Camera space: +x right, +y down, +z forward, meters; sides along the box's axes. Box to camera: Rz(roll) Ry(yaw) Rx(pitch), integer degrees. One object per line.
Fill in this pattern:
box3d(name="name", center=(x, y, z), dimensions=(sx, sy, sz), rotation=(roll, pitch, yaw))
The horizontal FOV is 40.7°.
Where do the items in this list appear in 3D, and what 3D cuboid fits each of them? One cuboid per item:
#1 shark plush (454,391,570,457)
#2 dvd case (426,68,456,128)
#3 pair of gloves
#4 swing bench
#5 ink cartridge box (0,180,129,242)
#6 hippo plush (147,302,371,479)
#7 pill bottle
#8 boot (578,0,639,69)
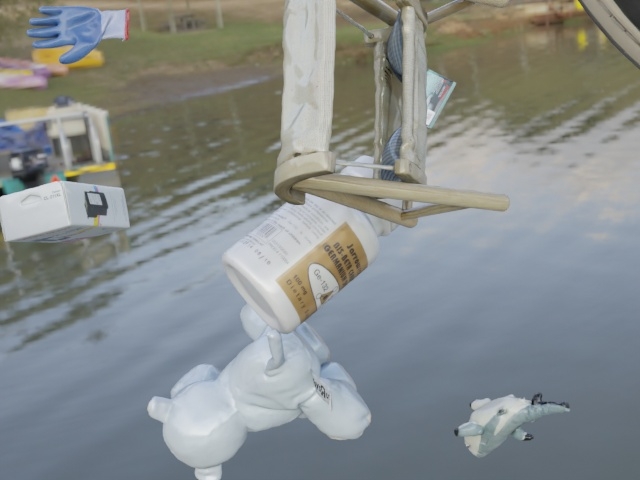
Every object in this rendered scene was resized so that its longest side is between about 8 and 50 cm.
box3d(name="shark plush", center=(0.250, 0.231, 1.114), dimensions=(0.161, 0.067, 0.073), rotation=(-32, 6, 26))
box3d(name="dvd case", center=(0.161, -0.252, 1.460), dimensions=(0.119, 0.087, 0.013), rotation=(34, 11, 32))
box3d(name="pair of gloves", center=(-0.364, -0.366, 1.302), dimensions=(0.159, 0.198, 0.023), rotation=(-3, -1, 1))
box3d(name="swing bench", center=(0.058, -0.162, 0.919), dimensions=(0.254, 0.253, 0.165), rotation=(10, -12, -34))
box3d(name="ink cartridge box", center=(-0.413, -0.043, 1.400), dimensions=(0.127, 0.072, 0.175), rotation=(-13, -4, 18))
box3d(name="hippo plush", center=(-0.086, 0.235, 1.188), dimensions=(0.236, 0.234, 0.294), rotation=(-40, 13, 3))
box3d(name="pill bottle", center=(0.000, 0.000, 1.096), dimensions=(0.229, 0.131, 0.131), rotation=(-40, 26, -16))
box3d(name="boot", center=(0.378, -0.178, 0.543), dimensions=(0.377, 0.138, 0.284), rotation=(25, -28, -15))
